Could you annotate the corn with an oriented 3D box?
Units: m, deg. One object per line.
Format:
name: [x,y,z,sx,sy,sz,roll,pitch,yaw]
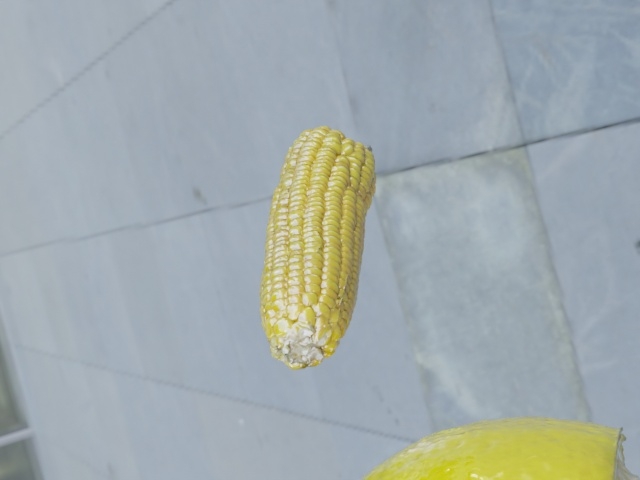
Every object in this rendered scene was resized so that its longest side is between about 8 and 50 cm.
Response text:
corn: [-0.003,-0.003,1.157,0.313,0.102,0.102,-81,-5,-53]

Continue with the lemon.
lemon: [0.150,0.337,1.135,0.364,0.364,0.364,47,145,48]
